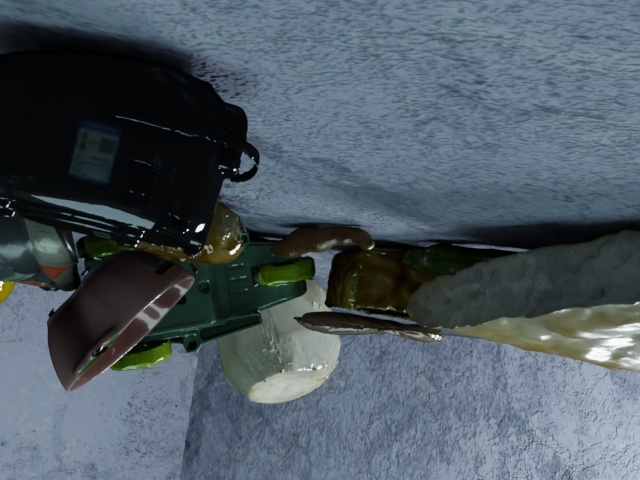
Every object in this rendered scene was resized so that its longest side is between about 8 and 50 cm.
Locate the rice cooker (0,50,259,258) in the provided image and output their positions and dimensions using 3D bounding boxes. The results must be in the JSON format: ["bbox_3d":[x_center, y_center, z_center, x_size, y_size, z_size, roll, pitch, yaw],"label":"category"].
[{"bbox_3d":[-0.144,-0.061,0.714,0.203,0.118,0.142,12,172,-8],"label":"rice cooker"}]

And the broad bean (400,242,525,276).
[{"bbox_3d":[0.254,0.043,1.337,0.292,0.049,0.144,11,167,-7],"label":"broad bean"}]

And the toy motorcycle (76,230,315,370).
[{"bbox_3d":[-0.179,0.058,1.532,0.326,0.191,0.200,-9,-173,-13],"label":"toy motorcycle"}]

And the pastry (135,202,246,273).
[{"bbox_3d":[-0.163,-0.015,1.240,0.153,0.081,0.153,17,170,3],"label":"pastry"}]

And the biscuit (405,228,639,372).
[{"bbox_3d":[0.396,0.072,1.166,0.446,0.104,0.429,13,161,-28],"label":"biscuit"}]

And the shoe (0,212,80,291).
[{"bbox_3d":[-0.387,0.008,1.279,0.171,0.132,0.336,-13,175,-15],"label":"shoe"}]

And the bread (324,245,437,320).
[{"bbox_3d":[0.103,0.065,1.503,0.181,0.096,0.222,11,174,-15],"label":"bread"}]

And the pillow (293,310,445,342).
[{"bbox_3d":[0.071,0.124,1.509,0.211,0.034,0.135,5,174,11],"label":"pillow"}]

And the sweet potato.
[{"bbox_3d":[-0.004,0.000,1.342,0.179,0.044,0.044,-9,163,44],"label":"sweet potato"}]

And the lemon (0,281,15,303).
[{"bbox_3d":[-0.568,0.034,1.650,0.187,0.187,0.244,13,176,-36],"label":"lemon"}]

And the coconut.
[{"bbox_3d":[-0.087,0.175,2.069,0.245,0.247,0.245,-12,152,-7],"label":"coconut"}]

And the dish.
[{"bbox_3d":[-0.262,0.083,1.320,0.090,0.213,0.213,47,174,4],"label":"dish"}]
